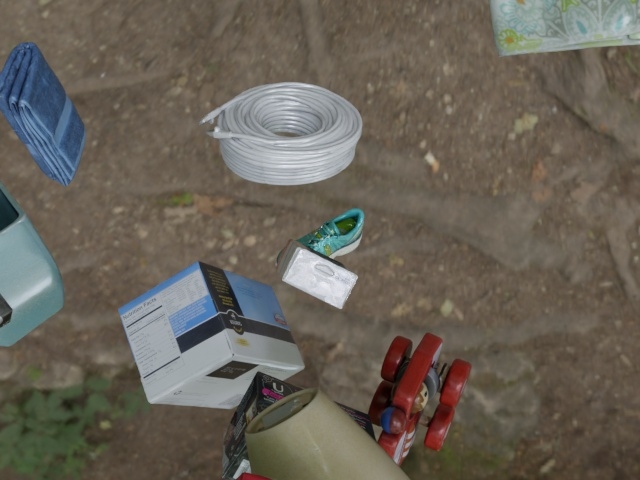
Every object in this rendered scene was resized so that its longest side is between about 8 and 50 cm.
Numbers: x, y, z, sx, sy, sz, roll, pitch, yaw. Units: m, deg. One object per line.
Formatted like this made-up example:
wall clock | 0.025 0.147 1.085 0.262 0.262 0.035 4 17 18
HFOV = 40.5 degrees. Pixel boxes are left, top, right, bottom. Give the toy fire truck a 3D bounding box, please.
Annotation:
toy fire truck | 0.175 0.350 1.749 0.169 0.254 0.302 21 123 14

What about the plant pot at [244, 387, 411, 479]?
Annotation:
plant pot | 0.006 0.369 1.289 0.256 0.256 0.274 -26 97 25

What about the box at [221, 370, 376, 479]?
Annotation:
box | -0.040 0.379 1.604 0.247 0.142 0.163 24 110 -14

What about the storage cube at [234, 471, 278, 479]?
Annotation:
storage cube | -0.059 0.413 1.039 0.215 0.193 0.183 21 143 -17

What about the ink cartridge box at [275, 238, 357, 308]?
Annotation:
ink cartridge box | -0.011 0.061 1.660 0.127 0.175 0.072 27 92 -8

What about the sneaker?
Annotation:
sneaker | 0.000 0.000 2.111 0.107 0.275 0.110 45 146 17

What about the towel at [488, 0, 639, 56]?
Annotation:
towel | 0.452 -0.533 1.584 0.320 0.090 0.374 0 111 33

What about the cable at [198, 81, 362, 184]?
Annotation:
cable | -0.057 -0.193 1.562 0.257 0.257 0.089 23 132 20

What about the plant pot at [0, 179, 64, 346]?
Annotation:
plant pot | -0.662 0.067 1.759 0.248 0.247 0.252 -38 128 -14

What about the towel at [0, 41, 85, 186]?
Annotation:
towel | -0.230 -0.105 0.728 0.029 0.067 0.119 3 150 11

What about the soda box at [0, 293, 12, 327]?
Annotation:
soda box | -0.482 0.121 1.107 0.060 0.169 0.053 51 150 4

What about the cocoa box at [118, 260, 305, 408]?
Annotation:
cocoa box | -0.234 0.219 1.923 0.231 0.228 0.347 -31 158 15
